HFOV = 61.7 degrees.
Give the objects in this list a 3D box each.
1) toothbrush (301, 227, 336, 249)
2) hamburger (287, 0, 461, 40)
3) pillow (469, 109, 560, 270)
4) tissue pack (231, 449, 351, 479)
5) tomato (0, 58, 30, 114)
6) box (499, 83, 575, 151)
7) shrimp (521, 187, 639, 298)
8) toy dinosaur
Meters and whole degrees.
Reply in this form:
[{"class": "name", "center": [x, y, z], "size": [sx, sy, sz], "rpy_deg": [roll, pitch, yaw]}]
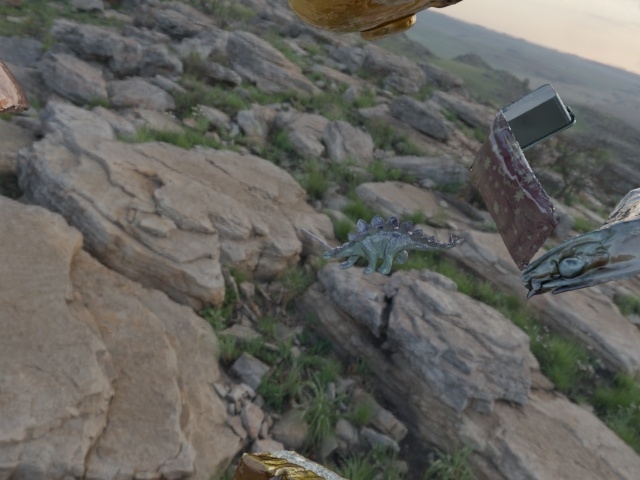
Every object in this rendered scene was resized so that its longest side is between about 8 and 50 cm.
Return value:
[{"class": "toothbrush", "center": [0.000, 0.000, 0.964], "size": [0.097, 0.008, 0.006], "rpy_deg": [31, 37, 31]}, {"class": "hamburger", "center": [0.096, -0.317, 0.520], "size": [0.302, 0.186, 0.261], "rpy_deg": [-27, 8, -7]}, {"class": "pillow", "center": [0.240, -0.063, 0.692], "size": [0.043, 0.118, 0.185], "rpy_deg": [-5, 55, -13]}, {"class": "tissue pack", "center": [0.009, 0.283, 0.411], "size": [0.092, 0.183, 0.226], "rpy_deg": [19, -11, -42]}, {"class": "tomato", "center": [-0.466, -0.156, 0.511], "size": [0.338, 0.144, 0.338], "rpy_deg": [-12, 19, 4]}, {"class": "box", "center": [0.393, -0.227, 0.986], "size": [0.069, 0.122, 0.084], "rpy_deg": [51, 25, -24]}, {"class": "shrimp", "center": [0.343, -0.020, 0.541], "size": [0.316, 0.062, 0.164], "rpy_deg": [-19, 17, 1]}, {"class": "toy dinosaur", "center": [0.105, 0.005, 0.747], "size": [0.208, 0.082, 0.039], "rpy_deg": [-3, 28, -8]}]
